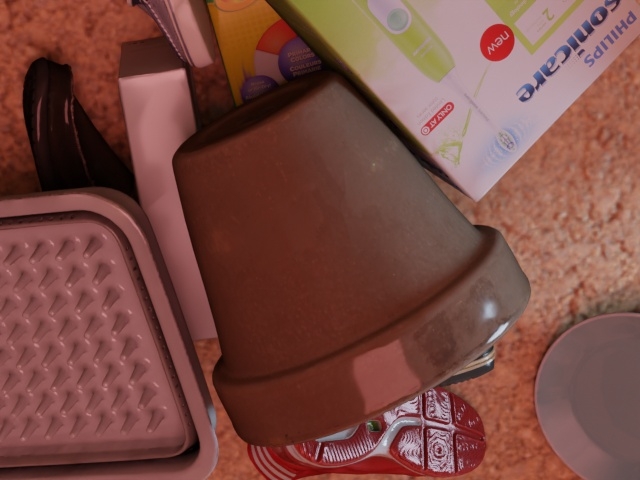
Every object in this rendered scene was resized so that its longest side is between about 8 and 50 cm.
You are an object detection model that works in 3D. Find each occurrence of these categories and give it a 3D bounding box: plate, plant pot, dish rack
[{"bbox_3d":[0.285,0.146,1.774,0.188,0.024,0.188,9,116,19],"label":"plate"},{"bbox_3d":[0.000,0.000,1.540,0.263,0.263,0.229,-26,103,6],"label":"plant pot"},{"bbox_3d":[-0.252,0.081,1.644,0.333,0.072,0.285,-5,117,23],"label":"dish rack"}]

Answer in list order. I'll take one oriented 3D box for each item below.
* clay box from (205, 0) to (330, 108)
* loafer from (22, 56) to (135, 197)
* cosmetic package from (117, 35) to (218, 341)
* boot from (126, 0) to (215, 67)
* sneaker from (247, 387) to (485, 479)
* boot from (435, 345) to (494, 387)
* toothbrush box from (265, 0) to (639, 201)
[{"bbox_3d":[-0.021,-0.165,1.624,0.127,0.053,0.222,-16,114,0],"label":"clay box"},{"bbox_3d":[-0.196,-0.056,1.648,0.078,0.080,0.220,-13,120,-8],"label":"loafer"},{"bbox_3d":[-0.121,-0.042,1.643,0.060,0.099,0.239,-9,113,-2],"label":"cosmetic package"},{"bbox_3d":[-0.153,-0.213,1.546,0.086,0.069,0.190,-21,103,9],"label":"boot"},{"bbox_3d":[0.033,0.177,1.774,0.221,0.128,0.087,11,71,-34],"label":"sneaker"},{"bbox_3d":[0.056,0.054,1.718,0.198,0.077,0.137,-1,108,-6],"label":"boot"},{"bbox_3d":[0.086,-0.206,1.542,0.206,0.122,0.283,-45,119,-2],"label":"toothbrush box"}]
